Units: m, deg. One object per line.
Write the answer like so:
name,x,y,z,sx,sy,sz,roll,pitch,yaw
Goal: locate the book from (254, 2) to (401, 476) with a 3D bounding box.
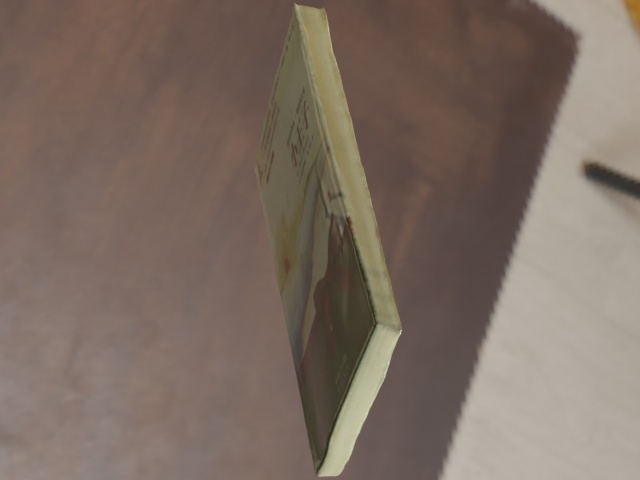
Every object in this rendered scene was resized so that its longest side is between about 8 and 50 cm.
book,0.000,0.000,1.407,0.026,0.201,0.289,-3,53,-15
